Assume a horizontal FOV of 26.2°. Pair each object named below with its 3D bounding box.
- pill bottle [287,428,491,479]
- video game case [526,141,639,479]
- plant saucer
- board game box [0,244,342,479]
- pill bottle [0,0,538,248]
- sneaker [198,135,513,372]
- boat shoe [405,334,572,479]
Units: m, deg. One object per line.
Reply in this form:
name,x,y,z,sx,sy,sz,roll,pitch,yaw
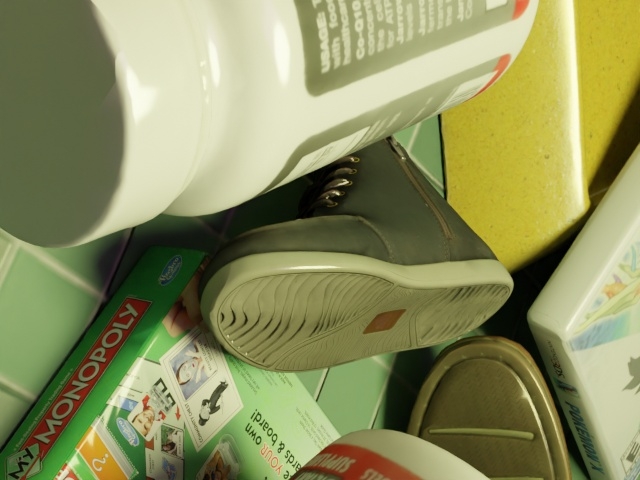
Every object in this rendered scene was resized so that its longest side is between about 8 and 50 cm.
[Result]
pill bottle,-0.041,0.268,0.584,0.363,0.210,0.210,-40,125,-23
video game case,0.280,0.003,1.041,0.329,0.036,0.300,-54,147,-15
plant saucer,0.208,-0.157,0.993,0.333,0.081,0.333,-23,113,-47
board game box,-0.055,0.185,0.749,0.213,0.046,0.317,-57,134,-27
pill bottle,-0.035,-0.106,0.640,0.283,0.161,0.161,-27,115,-45
sneaker,0.000,0.000,0.742,0.222,0.118,0.083,3,135,-50
boat shoe,0.124,0.196,0.937,0.104,0.110,0.307,-54,138,-65
